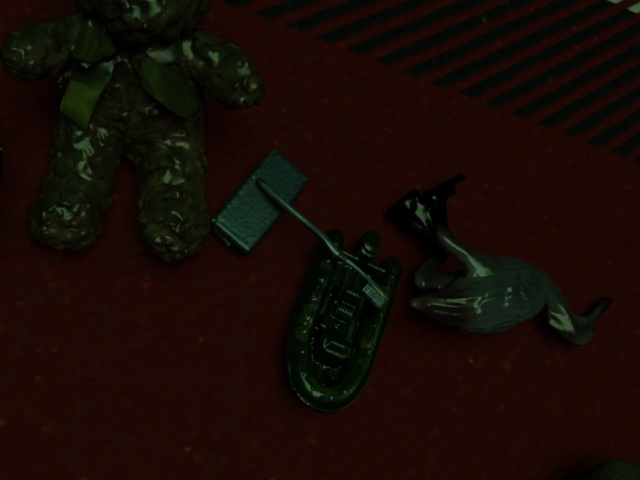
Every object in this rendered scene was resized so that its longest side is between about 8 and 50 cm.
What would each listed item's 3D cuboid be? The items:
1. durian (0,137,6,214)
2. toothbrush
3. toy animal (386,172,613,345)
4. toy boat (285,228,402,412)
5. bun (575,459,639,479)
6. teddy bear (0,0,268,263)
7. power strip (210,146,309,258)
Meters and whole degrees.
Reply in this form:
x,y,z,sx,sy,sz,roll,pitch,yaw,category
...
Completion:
x,y,z,sx,sy,sz,roll,pitch,yaw,category
-0.358,-0.063,0.551,0.166,0.196,0.196,-3,74,-15,durian
0.000,0.000,0.707,0.193,0.013,0.019,45,73,6,toothbrush
0.218,0.056,0.773,0.324,0.090,0.195,34,56,-9,toy animal
0.023,0.084,0.715,0.104,0.052,0.210,27,62,-12,toy boat
0.316,0.321,0.711,0.173,0.113,0.167,36,68,-32,bun
-0.171,-0.148,0.621,0.246,0.222,0.296,6,69,-12,teddy bear
-0.069,-0.040,0.733,0.056,0.032,0.123,39,65,-4,power strip
